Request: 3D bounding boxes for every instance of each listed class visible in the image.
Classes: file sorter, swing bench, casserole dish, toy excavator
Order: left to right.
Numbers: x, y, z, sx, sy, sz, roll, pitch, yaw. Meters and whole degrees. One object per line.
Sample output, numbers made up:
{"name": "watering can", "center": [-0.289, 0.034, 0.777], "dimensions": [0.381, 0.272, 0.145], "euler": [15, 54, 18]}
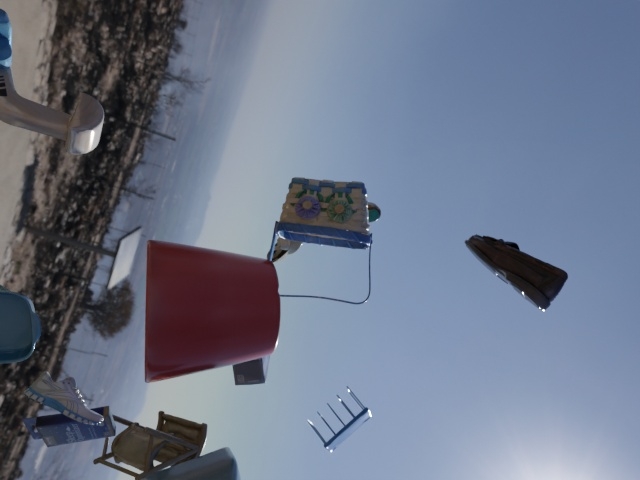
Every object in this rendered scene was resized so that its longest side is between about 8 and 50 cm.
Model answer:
{"name": "casserole dish", "center": [-0.514, 0.127, 0.770], "dimensions": [0.037, 0.188, 0.114], "euler": [-123, -147, -79]}
{"name": "toy excavator", "center": [-0.750, -0.369, 1.124], "dimensions": [0.222, 0.432, 0.445], "euler": [-51, -123, 44]}
{"name": "swing bench", "center": [-0.559, 0.673, 1.698], "dimensions": [0.253, 0.254, 0.165], "euler": [-2, -105, 37]}
{"name": "file sorter", "center": [0.057, 0.552, 1.582], "dimensions": [0.170, 0.104, 0.118], "euler": [-38, 152, -11]}

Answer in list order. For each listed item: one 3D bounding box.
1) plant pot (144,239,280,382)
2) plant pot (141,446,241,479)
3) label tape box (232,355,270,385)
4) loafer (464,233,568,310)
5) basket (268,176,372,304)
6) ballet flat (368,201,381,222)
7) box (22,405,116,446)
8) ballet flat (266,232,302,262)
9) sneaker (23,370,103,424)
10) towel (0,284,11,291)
{"name": "plant pot", "center": [-0.217, 0.133, 1.004], "dimensions": [0.275, 0.243, 0.275], "euler": [180, -90, -71]}
{"name": "plant pot", "center": [-0.291, 0.690, 1.270], "dimensions": [0.252, 0.247, 0.247], "euler": [-36, -112, 64]}
{"name": "label tape box", "center": [-0.251, 0.291, 1.794], "dimensions": [0.249, 0.115, 0.348], "euler": [-91, 178, -76]}
{"name": "loafer", "center": [0.452, 0.052, 1.193], "dimensions": [0.095, 0.109, 0.302], "euler": [-46, -152, 7]}
{"name": "basket", "center": [0.000, 0.000, 1.223], "dimensions": [0.201, 0.254, 0.289], "euler": [39, 56, -85]}
{"name": "ballet flat", "center": [0.086, -0.072, 1.587], "dimensions": [0.067, 0.206, 0.073], "euler": [-85, 163, -60]}
{"name": "box", "center": [-0.714, 0.535, 1.459], "dimensions": [0.136, 0.225, 0.037], "euler": [100, -20, -44]}
{"name": "ballet flat", "center": [-0.140, 0.022, 1.936], "dimensions": [0.248, 0.086, 0.086], "euler": [-45, -151, 52]}
{"name": "sneaker", "center": [-0.597, 0.373, 1.216], "dimensions": [0.083, 0.190, 0.071], "euler": [-63, -173, -27]}
{"name": "towel", "center": [-1.031, 0.210, 1.369], "dimensions": [0.325, 0.248, 0.038], "euler": [-50, -145, -15]}
